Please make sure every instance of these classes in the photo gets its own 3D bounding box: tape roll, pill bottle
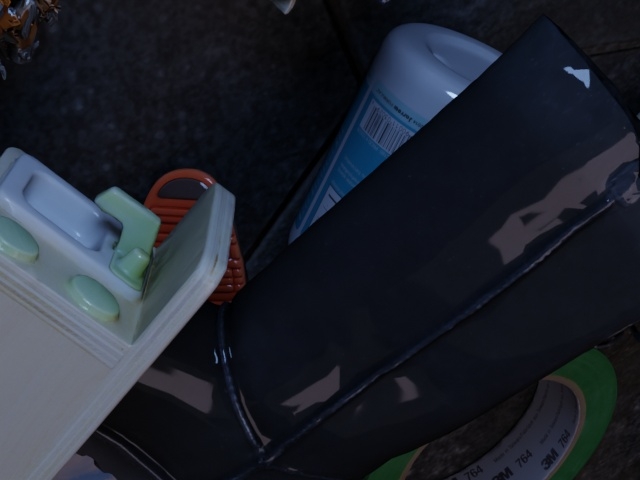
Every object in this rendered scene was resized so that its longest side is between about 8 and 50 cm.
[{"bbox_3d":[0.159,0.206,1.427,0.321,0.077,0.321,-19,136,-20],"label":"tape roll"},{"bbox_3d":[0.066,-0.029,1.089,0.146,0.146,0.264,4,125,-38],"label":"pill bottle"}]

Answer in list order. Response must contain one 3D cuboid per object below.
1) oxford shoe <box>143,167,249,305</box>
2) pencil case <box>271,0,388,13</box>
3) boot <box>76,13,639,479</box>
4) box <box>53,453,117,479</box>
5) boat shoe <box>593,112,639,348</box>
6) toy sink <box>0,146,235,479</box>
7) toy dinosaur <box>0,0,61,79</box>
[{"bbox_3d":[-0.098,0.055,1.110,0.096,0.098,0.271,6,119,9],"label":"oxford shoe"},{"bbox_3d":[-0.089,-0.275,0.740,0.410,0.160,0.184,24,100,-46],"label":"pencil case"},{"bbox_3d":[0.001,0.001,0.937,0.445,0.146,0.367,-35,117,19],"label":"boot"},{"bbox_3d":[-0.207,0.203,1.183,0.109,0.042,0.178,-6,130,-32],"label":"box"},{"bbox_3d":[0.278,0.007,1.252,0.500,0.187,0.156,-38,134,-8],"label":"boat shoe"},{"bbox_3d":[-0.175,0.040,0.804,0.131,0.153,0.234,38,106,-14],"label":"toy sink"},{"bbox_3d":[-0.273,-0.132,0.735,0.322,0.164,0.218,13,97,-42],"label":"toy dinosaur"}]
